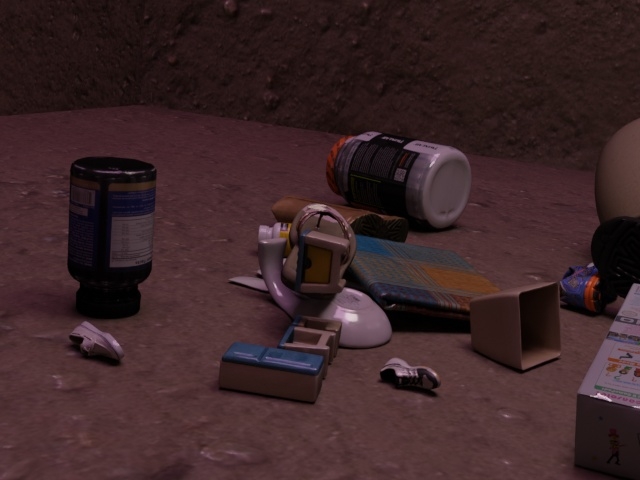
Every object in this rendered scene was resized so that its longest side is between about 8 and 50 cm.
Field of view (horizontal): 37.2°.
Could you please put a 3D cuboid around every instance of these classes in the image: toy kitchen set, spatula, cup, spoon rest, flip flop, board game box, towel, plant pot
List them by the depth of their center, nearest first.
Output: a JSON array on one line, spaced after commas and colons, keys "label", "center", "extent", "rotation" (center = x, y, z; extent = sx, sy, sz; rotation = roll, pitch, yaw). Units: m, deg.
[{"label": "board game box", "center": [0.440, 0.166, 1.094], "extent": [0.224, 0.097, 0.303], "rotation": [9, 24, 27]}, {"label": "toy kitchen set", "center": [-0.041, 0.085, 1.222], "extent": [0.122, 0.166, 0.207], "rotation": [7, 13, 8]}, {"label": "plant pot", "center": [0.275, 0.118, 1.365], "extent": [0.096, 0.109, 0.109], "rotation": [2, 7, 45]}, {"label": "spoon rest", "center": [-0.003, 0.092, 1.444], "extent": [0.137, 0.084, 0.276], "rotation": [-7, 31, -38]}, {"label": "flip flop", "center": [0.000, 0.000, 1.445], "extent": [0.112, 0.080, 0.277], "rotation": [15, 23, 3]}, {"label": "spatula", "center": [-0.010, 0.073, 1.604], "extent": [0.242, 0.019, 0.168], "rotation": [13, 15, 29]}, {"label": "towel", "center": [0.169, 0.065, 1.606], "extent": [0.271, 0.040, 0.370], "rotation": [10, 13, -15]}, {"label": "cup", "center": [0.692, -0.053, 1.884], "extent": [0.331, 0.331, 0.237], "rotation": [11, 42, 22]}]

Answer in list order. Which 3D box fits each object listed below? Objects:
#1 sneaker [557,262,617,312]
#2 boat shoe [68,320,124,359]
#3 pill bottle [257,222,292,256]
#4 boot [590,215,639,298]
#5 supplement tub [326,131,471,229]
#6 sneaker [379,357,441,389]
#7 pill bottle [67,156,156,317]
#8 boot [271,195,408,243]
[{"label": "sneaker", "center": [0.478, 0.068, 1.692], "extent": [0.087, 0.083, 0.221], "rotation": [7, 11, 28]}, {"label": "boat shoe", "center": [-0.290, 0.135, 1.220], "extent": [0.100, 0.035, 0.035], "rotation": [23, 49, 41]}, {"label": "pill bottle", "center": [-0.058, 0.000, 1.787], "extent": [0.116, 0.065, 0.065], "rotation": [4, 14, -1]}, {"label": "boot", "center": [0.648, 0.063, 1.591], "extent": [0.348, 0.131, 0.260], "rotation": [36, 30, 29]}, {"label": "supplement tub", "center": [0.175, -0.147, 2.212], "extent": [0.316, 0.193, 0.193], "rotation": [18, 18, 41]}, {"label": "sneaker", "center": [0.113, 0.177, 1.211], "extent": [0.083, 0.032, 0.037], "rotation": [10, 27, 39]}, {"label": "pill bottle", "center": [-0.304, -0.005, 1.379], "extent": [0.123, 0.219, 0.123], "rotation": [6, 14, -1]}, {"label": "boot", "center": [0.011, -0.033, 1.927], "extent": [0.269, 0.089, 0.236], "rotation": [14, 6, 32]}]
